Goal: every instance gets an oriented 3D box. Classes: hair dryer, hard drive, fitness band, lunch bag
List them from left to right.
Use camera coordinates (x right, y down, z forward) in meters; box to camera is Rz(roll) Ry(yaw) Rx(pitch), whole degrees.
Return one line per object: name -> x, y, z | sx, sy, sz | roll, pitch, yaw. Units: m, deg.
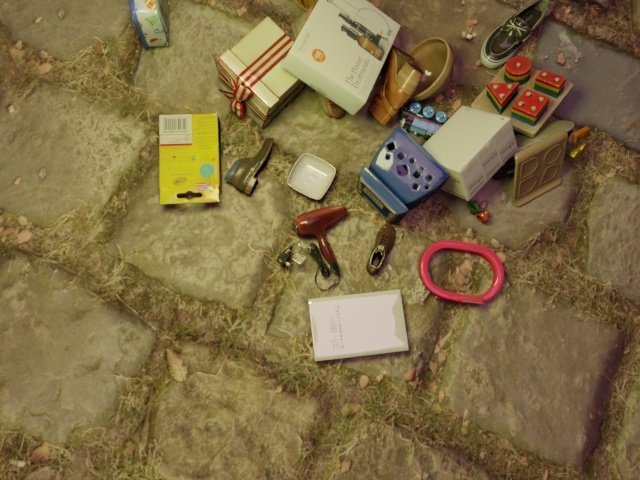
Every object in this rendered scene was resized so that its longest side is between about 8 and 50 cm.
lunch bag -> -0.603, -0.845, 1.780 | 0.115, 0.243, 0.303 | -10, 80, -6
hair dryer -> 0.000, 0.000, 1.744 | 0.224, 0.080, 0.293 | 29, 83, -13
hard drive -> 0.122, 0.278, 1.695 | 0.308, 0.040, 0.202 | -6, 79, -5
fitness band -> 0.478, 0.108, 1.751 | 0.291, 0.054, 0.208 | 9, 75, -3

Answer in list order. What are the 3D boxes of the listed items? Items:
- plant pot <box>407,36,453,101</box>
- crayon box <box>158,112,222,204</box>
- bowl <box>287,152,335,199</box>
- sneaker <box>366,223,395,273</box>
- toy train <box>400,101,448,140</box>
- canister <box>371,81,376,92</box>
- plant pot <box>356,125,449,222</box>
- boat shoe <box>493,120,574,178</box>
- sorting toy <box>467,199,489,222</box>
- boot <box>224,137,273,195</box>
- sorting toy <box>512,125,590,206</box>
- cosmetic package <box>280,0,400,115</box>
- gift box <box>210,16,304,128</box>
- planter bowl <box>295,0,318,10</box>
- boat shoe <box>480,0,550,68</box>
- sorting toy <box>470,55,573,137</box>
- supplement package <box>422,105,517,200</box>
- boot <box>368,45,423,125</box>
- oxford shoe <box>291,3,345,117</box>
plant pot -> 0.388, -0.588, 1.831 | 0.110, 0.237, 0.237 | 25, 75, -37
crayon box -> -0.442, -0.269, 1.753 | 0.203, 0.081, 0.318 | -2, 78, -4
bowl -> -0.032, -0.216, 1.782 | 0.142, 0.053, 0.142 | 28, 79, 2
sneaker -> 0.211, 0.026, 1.737 | 0.066, 0.071, 0.188 | 20, 78, 1
toy train -> 0.370, -0.420, 1.839 | 0.184, 0.080, 0.105 | 20, 84, 0
canister -> 0.156, -0.629, 1.844 | 0.074, 0.126, 0.169 | 1, 76, -4
plant pot -> 0.254, -0.198, 1.711 | 0.212, 0.236, 0.236 | -43, 84, -5
boat shoe -> 0.748, -0.317, 1.828 | 0.340, 0.127, 0.113 | -28, 121, -10
sorting toy -> 0.554, -0.109, 1.793 | 0.042, 0.061, 0.102 | -41, 106, -11
boot -> -0.242, -0.272, 1.766 | 0.106, 0.082, 0.219 | 24, 80, -1
sorting toy -> 0.792, -0.271, 1.786 | 0.307, 0.229, 0.041 | -28, 44, -9
cosmetic package -> 0.074, -0.638, 1.683 | 0.285, 0.097, 0.377 | 29, 64, -13
gift box -> -0.216, -0.560, 1.745 | 0.276, 0.255, 0.258 | 42, 77, -1
planter bowl -> -0.002, -0.909, 1.909 | 0.217, 0.090, 0.217 | 1, 79, -3
boat shoe -> 0.720, -0.786, 1.914 | 0.121, 0.119, 0.335 | 40, 79, 5
sorting toy -> 0.716, -0.531, 1.830 | 0.256, 0.089, 0.257 | 35, 77, 27
supplement package -> 0.490, -0.300, 1.739 | 0.262, 0.145, 0.204 | -45, 44, -11
boot -> 0.249, -0.554, 1.828 | 0.109, 0.220, 0.283 | 14, 37, -31
oxford shoe -> -0.004, -0.625, 1.849 | 0.141, 0.147, 0.396 | -10, 89, -50
